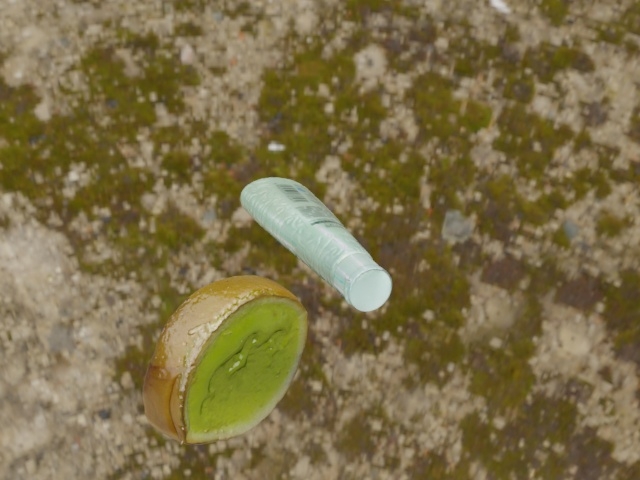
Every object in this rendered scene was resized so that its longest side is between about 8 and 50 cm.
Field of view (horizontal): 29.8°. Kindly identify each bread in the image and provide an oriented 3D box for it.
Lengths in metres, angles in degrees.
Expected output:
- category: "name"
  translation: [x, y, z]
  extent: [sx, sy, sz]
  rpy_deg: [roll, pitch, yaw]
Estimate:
- category: "bread"
  translation: [-0.114, 0.150, 1.488]
  extent: [0.070, 0.236, 0.236]
  rpy_deg: [29, 58, 34]

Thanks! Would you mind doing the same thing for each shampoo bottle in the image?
- category: "shampoo bottle"
  translation: [0.000, 0.000, 0.948]
  extent: [0.069, 0.041, 0.190]
  rpy_deg: [13, 16, -30]
